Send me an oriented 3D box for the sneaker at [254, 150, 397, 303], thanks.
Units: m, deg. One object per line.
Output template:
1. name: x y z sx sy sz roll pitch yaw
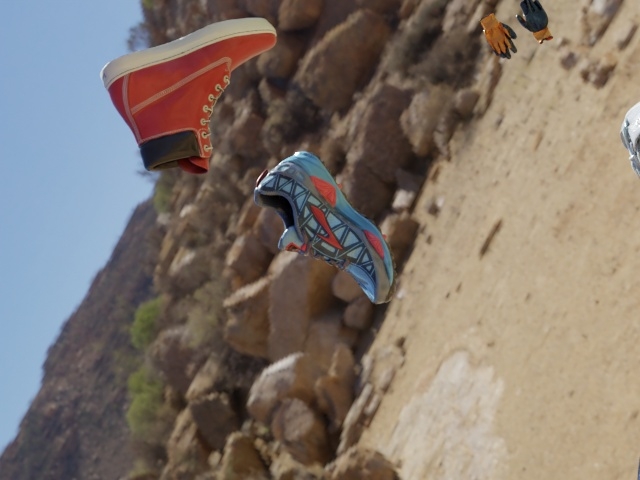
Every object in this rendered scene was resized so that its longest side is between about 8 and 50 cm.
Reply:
1. sneaker: 0.000 0.000 1.403 0.125 0.262 0.104 -30 -22 -25

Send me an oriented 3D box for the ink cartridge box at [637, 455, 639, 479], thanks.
1. ink cartridge box: 0.410 0.250 1.085 0.045 0.145 0.179 -107 35 -47

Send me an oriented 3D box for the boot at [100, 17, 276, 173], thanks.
1. boot: -0.143 -0.185 1.300 0.244 0.176 0.088 -25 -7 -19

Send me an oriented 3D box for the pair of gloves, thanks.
1. pair of gloves: 0.255 -0.277 1.279 0.083 0.074 0.010 -24 -25 10

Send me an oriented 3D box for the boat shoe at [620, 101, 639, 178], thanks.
1. boat shoe: 0.490 -0.120 1.376 0.103 0.118 0.320 -37 19 4
